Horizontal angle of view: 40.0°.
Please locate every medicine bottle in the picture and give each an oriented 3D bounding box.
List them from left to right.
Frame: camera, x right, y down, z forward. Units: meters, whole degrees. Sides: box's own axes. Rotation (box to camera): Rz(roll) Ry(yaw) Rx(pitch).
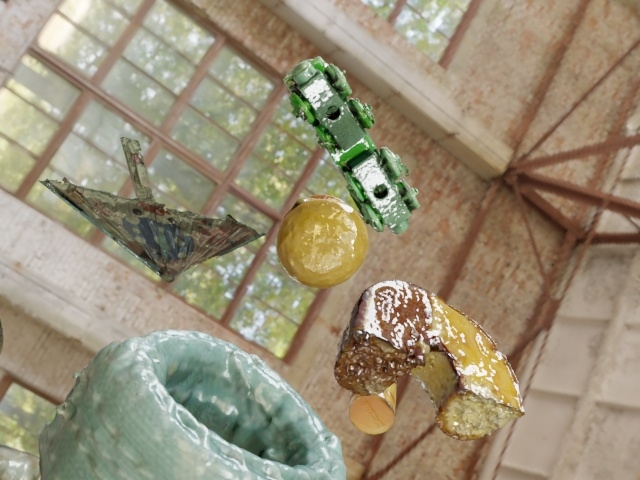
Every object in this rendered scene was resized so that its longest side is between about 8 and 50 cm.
[{"bbox_3d":[0.111,0.313,1.838,0.096,0.096,0.192,-48,-170,19],"label":"medicine bottle"}]

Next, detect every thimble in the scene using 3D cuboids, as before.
[{"bbox_3d":[-0.105,0.174,0.698,0.143,0.235,0.198,-51,-156,12],"label":"thimble"}]

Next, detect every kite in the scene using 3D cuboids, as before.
[{"bbox_3d":[-0.275,-0.039,1.449,0.368,0.406,0.014,88,19,-52],"label":"kite"}]

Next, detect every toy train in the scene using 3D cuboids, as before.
[{"bbox_3d":[0.036,-0.118,1.091,0.085,0.251,0.119,-33,-158,-1],"label":"toy train"}]

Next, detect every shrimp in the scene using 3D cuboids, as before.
[{"bbox_3d":[-0.284,0.295,0.966,0.287,0.185,0.068,11,-105,44],"label":"shrimp"}]

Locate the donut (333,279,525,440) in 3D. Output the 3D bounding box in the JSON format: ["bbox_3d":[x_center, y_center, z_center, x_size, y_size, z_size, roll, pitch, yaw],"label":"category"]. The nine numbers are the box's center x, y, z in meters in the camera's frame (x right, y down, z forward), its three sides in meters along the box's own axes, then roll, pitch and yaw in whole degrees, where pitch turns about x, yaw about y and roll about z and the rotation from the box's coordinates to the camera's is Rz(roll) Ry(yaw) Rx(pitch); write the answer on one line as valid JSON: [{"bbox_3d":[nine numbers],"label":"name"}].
[{"bbox_3d":[0.110,0.130,0.954,0.085,0.217,0.141,-52,-164,31],"label":"donut"}]

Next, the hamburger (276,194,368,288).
[{"bbox_3d":[0.000,0.000,1.478,0.162,0.162,0.115,-53,-169,5],"label":"hamburger"}]

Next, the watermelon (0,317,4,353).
[{"bbox_3d":[-0.367,0.101,0.908,0.078,0.078,0.110,-51,-145,11],"label":"watermelon"}]
